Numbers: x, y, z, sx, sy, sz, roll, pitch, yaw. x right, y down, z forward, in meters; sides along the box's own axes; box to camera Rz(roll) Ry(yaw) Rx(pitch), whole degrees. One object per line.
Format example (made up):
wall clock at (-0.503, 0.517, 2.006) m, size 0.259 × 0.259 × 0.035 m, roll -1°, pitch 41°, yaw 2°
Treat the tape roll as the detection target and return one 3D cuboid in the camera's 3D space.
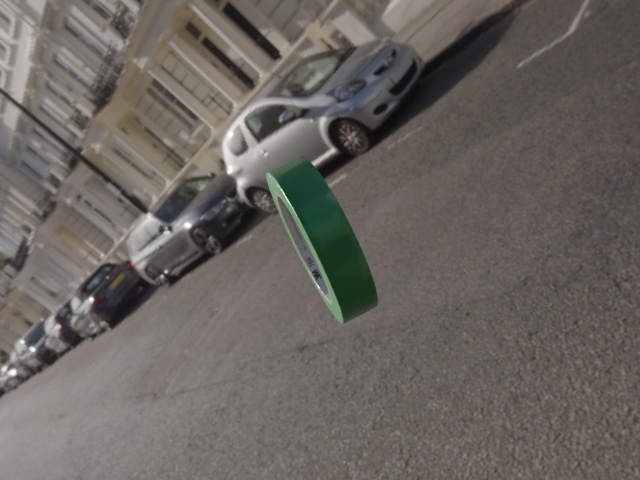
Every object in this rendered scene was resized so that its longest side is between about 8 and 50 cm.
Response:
tape roll at (0.000, 0.000, 1.183) m, size 0.077 × 0.321 × 0.321 m, roll -26°, pitch 12°, yaw -7°
